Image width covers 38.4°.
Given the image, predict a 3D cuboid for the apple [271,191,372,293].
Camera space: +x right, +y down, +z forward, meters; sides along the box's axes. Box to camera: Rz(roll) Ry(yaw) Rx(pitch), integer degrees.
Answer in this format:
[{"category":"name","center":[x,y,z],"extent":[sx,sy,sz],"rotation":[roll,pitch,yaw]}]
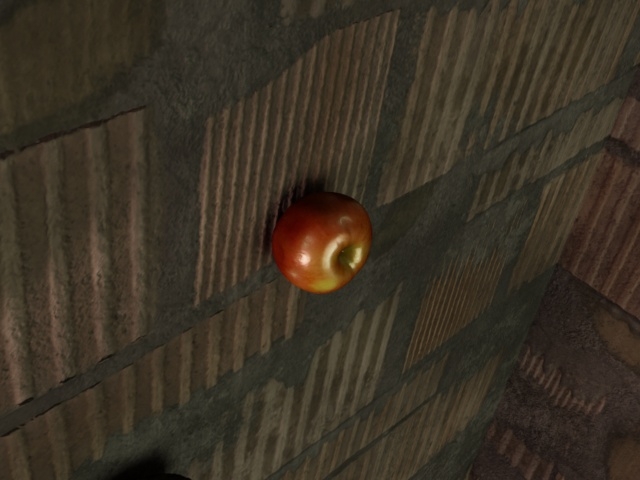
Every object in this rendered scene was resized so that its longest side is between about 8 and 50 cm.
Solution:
[{"category":"apple","center":[0.000,0.000,1.440],"extent":[0.163,0.139,0.163],"rotation":[-24,130,-33]}]

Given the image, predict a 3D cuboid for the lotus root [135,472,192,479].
[{"category":"lotus root","center":[-0.309,0.482,1.512],"extent":[0.274,0.160,0.152],"rotation":[-26,119,-41]}]
